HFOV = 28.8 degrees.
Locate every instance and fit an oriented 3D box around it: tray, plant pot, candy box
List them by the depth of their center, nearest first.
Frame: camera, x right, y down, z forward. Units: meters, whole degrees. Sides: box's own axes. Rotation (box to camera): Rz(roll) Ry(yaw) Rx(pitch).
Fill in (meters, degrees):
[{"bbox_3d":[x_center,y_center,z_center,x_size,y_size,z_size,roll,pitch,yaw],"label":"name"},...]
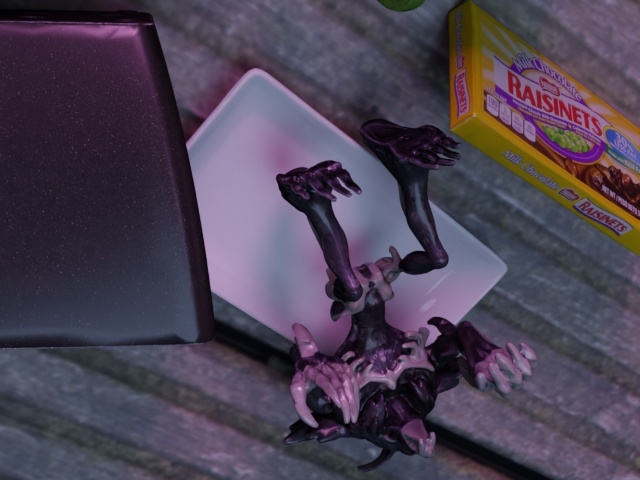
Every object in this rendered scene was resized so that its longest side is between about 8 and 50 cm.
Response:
[{"bbox_3d":[-0.156,-0.045,0.702,0.188,0.187,0.167,0,103,-8],"label":"plant pot"},{"bbox_3d":[0.165,-0.072,0.855,0.206,0.105,0.027,29,135,-32],"label":"candy box"},{"bbox_3d":[0.000,0.000,0.882,0.270,0.030,0.145,35,103,-33],"label":"tray"}]

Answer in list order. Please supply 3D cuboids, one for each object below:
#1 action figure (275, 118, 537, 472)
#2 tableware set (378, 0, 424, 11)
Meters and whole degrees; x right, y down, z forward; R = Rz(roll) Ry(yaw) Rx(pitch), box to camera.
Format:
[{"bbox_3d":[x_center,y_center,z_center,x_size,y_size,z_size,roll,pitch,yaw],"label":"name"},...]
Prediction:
[{"bbox_3d":[0.046,0.068,0.838,0.164,0.141,0.276,-18,121,-11],"label":"action figure"},{"bbox_3d":[0.001,-0.194,0.722,0.154,0.024,0.104,24,135,2],"label":"tableware set"}]
